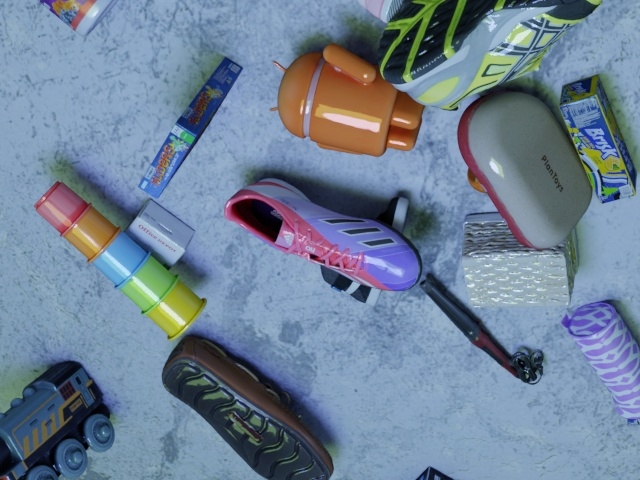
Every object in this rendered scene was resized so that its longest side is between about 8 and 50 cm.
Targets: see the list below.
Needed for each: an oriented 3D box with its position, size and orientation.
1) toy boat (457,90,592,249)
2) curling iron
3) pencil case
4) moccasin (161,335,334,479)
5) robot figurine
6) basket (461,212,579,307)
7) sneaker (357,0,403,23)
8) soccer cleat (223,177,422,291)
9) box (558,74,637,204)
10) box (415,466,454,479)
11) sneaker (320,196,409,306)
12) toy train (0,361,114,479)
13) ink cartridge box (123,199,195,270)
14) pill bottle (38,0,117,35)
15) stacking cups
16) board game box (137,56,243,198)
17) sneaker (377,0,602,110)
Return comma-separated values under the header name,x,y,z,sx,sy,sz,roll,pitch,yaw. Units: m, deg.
name,x,y,z,sx,sy,sz,roll,pitch,yaw
toy boat,0.266,-0.100,1.391,0.151,0.151,0.231,0,132,55
curling iron,0.267,0.147,1.626,0.274,0.035,0.068,39,124,-14
pencil case,0.468,0.193,1.568,0.088,0.086,0.206,-4,127,50
moccasin,-0.127,0.322,1.833,0.380,0.147,0.139,37,114,-6
robot figurine,0.035,-0.193,1.382,0.219,0.158,0.128,14,89,7
basket,0.298,0.031,1.482,0.167,0.103,0.113,-3,126,19
sneaker,0.088,-0.359,1.287,0.070,0.051,0.134,34,116,25
soccer cleat,0.000,0.000,1.485,0.318,0.116,0.109,27,115,23
box,0.383,-0.136,1.355,0.054,0.059,0.169,-15,120,28
box,0.142,0.615,1.890,0.076,0.242,0.307,30,130,-6
sneaker,0.059,0.009,1.559,0.121,0.079,0.217,19,130,4
toy train,-0.535,0.378,1.886,0.142,0.334,0.190,-20,103,32
ink cartridge box,-0.292,0.009,1.687,0.099,0.056,0.135,37,129,-12
pill bottle,-0.374,-0.387,1.378,0.193,0.108,0.108,40,128,-13
stacking cups,-0.334,0.030,1.628,0.316,0.096,0.096,43,127,-11
board game box,-0.186,-0.165,1.426,0.035,0.201,0.136,33,128,-8
sneaker,0.259,-0.297,1.249,0.384,0.145,0.147,-25,146,29
